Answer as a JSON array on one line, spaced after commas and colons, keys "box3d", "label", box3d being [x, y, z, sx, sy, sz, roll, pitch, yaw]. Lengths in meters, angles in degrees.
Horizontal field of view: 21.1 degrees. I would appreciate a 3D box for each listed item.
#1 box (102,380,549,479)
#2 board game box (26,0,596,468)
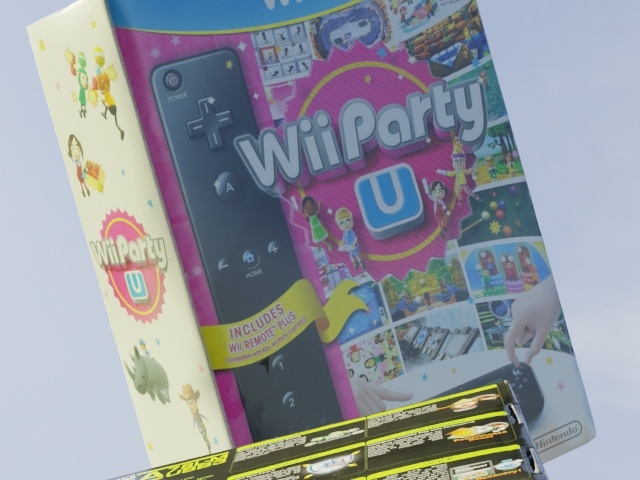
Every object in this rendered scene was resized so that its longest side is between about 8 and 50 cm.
[{"box3d": [-0.011, 0.109, 0.611, 0.190, 0.045, 0.184, -15, 5, 2], "label": "box"}, {"box3d": [0.000, 0.000, 0.911, 0.097, 0.224, 0.303, -8, -81, 58], "label": "board game box"}]
